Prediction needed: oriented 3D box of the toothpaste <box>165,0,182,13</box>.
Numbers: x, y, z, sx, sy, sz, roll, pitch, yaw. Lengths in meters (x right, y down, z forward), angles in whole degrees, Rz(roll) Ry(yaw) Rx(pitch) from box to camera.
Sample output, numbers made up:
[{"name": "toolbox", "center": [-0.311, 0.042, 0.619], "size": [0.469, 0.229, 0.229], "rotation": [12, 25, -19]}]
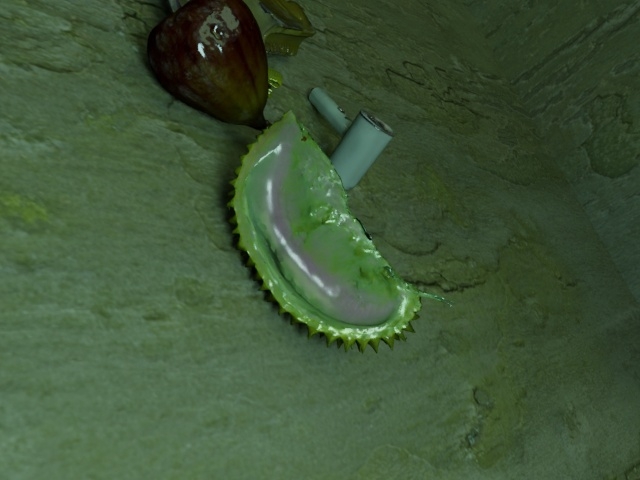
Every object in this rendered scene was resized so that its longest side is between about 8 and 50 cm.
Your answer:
[{"name": "toothpaste", "center": [-0.241, -0.383, 1.170], "size": [0.075, 0.048, 0.301], "rotation": [31, 35, -81]}]

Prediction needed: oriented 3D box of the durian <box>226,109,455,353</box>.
[{"name": "durian", "center": [-0.003, 0.008, 1.000], "size": [0.355, 0.169, 0.157], "rotation": [52, 31, 4]}]

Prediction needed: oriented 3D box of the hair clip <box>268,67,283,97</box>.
[{"name": "hair clip", "center": [-0.140, -0.312, 1.236], "size": [0.173, 0.046, 0.072], "rotation": [37, 26, -23]}]

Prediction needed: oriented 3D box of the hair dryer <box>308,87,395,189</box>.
[{"name": "hair dryer", "center": [0.027, -0.208, 1.327], "size": [0.073, 0.131, 0.236], "rotation": [16, 29, -44]}]

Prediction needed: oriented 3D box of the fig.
[{"name": "fig", "center": [-0.130, -0.239, 1.092], "size": [0.274, 0.145, 0.170], "rotation": [49, 66, -30]}]

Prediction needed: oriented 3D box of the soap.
[{"name": "soap", "center": [-0.098, -0.405, 1.310], "size": [0.135, 0.076, 0.233], "rotation": [47, 22, 3]}]
